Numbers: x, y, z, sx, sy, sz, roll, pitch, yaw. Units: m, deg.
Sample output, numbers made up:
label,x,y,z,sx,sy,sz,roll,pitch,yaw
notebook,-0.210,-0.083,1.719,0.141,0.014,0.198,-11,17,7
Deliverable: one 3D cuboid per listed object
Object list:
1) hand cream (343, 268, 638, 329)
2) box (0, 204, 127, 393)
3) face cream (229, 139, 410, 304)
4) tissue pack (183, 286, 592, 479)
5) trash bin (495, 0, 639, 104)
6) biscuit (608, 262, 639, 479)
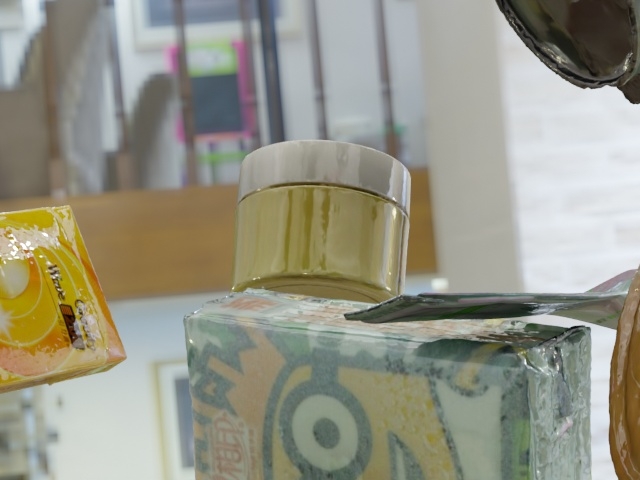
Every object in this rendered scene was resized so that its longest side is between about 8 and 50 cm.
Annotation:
label,x,y,z,sx,sy,sz,roll,pitch,yaw
hand cream,0.155,0.046,1.439,0.275,0.050,0.079,-1,-38,-31
box,-0.285,0.055,1.642,0.043,0.152,0.269,-28,-11,37
face cream,0.000,0.000,2.464,0.218,0.179,0.218,4,-21,1
tissue pack,0.050,0.165,1.530,0.310,0.228,0.128,6,15,32
trash bin,0.298,-0.288,1.742,0.262,0.277,0.217,-32,12,-20
biscuit,0.281,0.050,1.125,0.062,0.365,0.385,22,-36,-20
